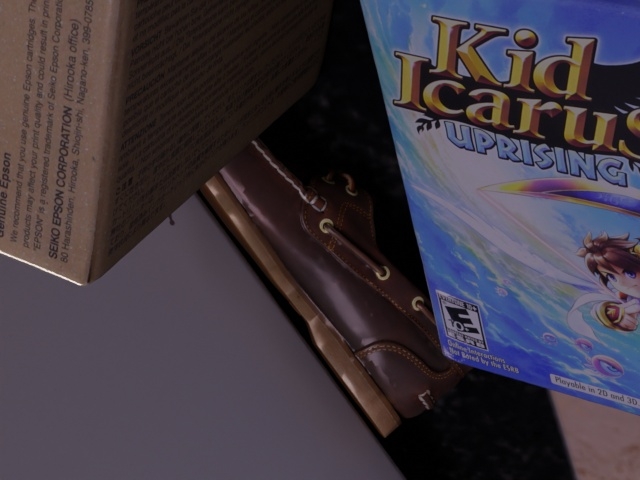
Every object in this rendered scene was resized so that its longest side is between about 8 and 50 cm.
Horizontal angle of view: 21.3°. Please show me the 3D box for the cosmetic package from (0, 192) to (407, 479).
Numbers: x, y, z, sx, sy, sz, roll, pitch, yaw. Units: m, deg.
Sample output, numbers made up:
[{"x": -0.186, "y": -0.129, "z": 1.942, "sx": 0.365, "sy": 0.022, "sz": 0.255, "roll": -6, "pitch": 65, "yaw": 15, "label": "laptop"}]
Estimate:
[{"x": -0.126, "y": 0.099, "z": 0.874, "sx": 0.385, "sy": 0.217, "sz": 0.156, "roll": 51, "pitch": 143, "yaw": -7, "label": "cosmetic package"}]

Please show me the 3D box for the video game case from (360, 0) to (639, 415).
[{"x": 0.160, "y": -0.014, "z": 0.709, "sx": 0.269, "sy": 0.061, "sz": 0.244, "roll": 14, "pitch": 140, "yaw": 29, "label": "video game case"}]

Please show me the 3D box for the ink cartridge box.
[{"x": -0.067, "y": -0.122, "z": 0.725, "sx": 0.088, "sy": 0.235, "sz": 0.193, "roll": 20, "pitch": 123, "yaw": 16, "label": "ink cartridge box"}]

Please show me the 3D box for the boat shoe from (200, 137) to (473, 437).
[{"x": 0.000, "y": 0.000, "z": 0.867, "sx": 0.073, "sy": 0.073, "sz": 0.207, "roll": -37, "pitch": 101, "yaw": -1, "label": "boat shoe"}]
